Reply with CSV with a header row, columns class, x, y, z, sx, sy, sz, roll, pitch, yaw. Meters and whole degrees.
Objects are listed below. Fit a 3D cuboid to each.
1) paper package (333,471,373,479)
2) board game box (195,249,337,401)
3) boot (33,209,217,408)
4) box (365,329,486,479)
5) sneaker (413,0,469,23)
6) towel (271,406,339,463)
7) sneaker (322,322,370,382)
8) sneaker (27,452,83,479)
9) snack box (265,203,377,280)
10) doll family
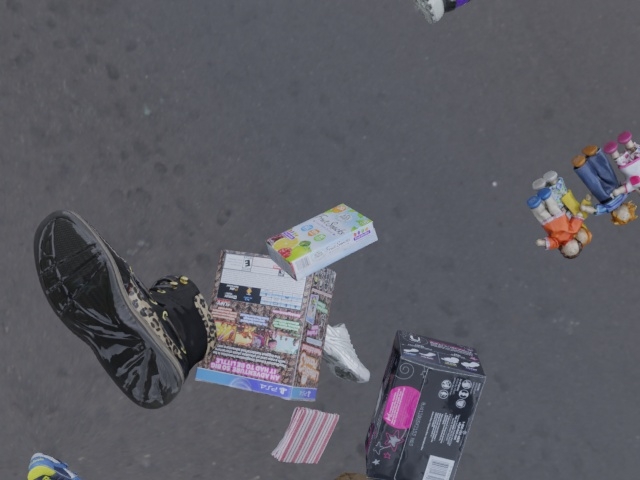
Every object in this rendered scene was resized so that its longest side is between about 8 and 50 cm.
class,x,y,z,sx,sy,sz,roll,pitch,yaw
paper package,0.052,0.708,1.620,0.309,0.168,0.325,-10,93,-57
board game box,-0.114,0.185,1.661,0.231,0.141,0.291,7,81,24
boot,-0.339,0.107,1.398,0.138,0.284,0.377,-38,88,12
box,0.189,0.315,1.410,0.163,0.142,0.248,14,105,-1
sneaker,0.168,-0.464,1.059,0.146,0.293,0.102,-25,39,2
towel,-0.034,0.495,1.938,0.197,0.029,0.144,28,89,-54
sneaker,0.053,0.271,1.931,0.232,0.090,0.115,43,56,-25
sneaker,-0.486,0.443,1.425,0.053,0.059,0.144,-40,127,-5
snack box,0.000,0.000,1.143,0.141,0.100,0.037,-26,119,-16
doll family,0.492,-0.076,1.380,0.263,0.118,0.163,-36,107,9
